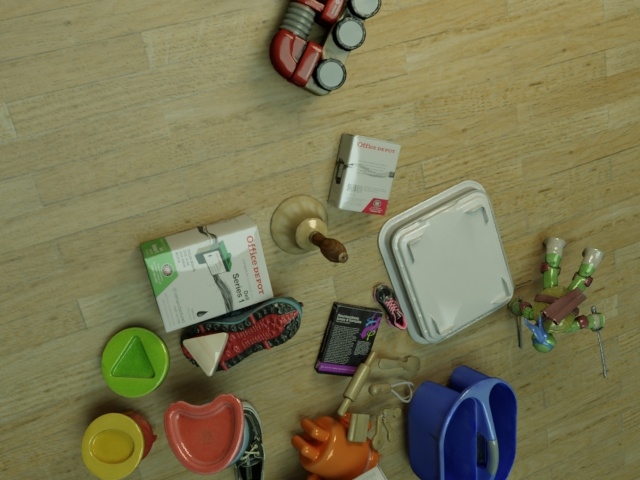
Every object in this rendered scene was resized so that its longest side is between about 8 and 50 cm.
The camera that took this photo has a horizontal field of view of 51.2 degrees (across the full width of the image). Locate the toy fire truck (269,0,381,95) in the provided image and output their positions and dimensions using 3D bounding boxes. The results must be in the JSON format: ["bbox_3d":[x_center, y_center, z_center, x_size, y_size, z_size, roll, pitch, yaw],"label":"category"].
[{"bbox_3d":[-0.040,-0.403,1.194,0.246,0.158,0.217,25,96,-14],"label":"toy fire truck"}]

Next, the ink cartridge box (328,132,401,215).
[{"bbox_3d":[0.088,-0.135,1.358,0.109,0.063,0.151,7,102,-23],"label":"ink cartridge box"}]

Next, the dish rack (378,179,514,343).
[{"bbox_3d":[0.299,0.061,1.498,0.285,0.072,0.333,-27,112,-11],"label":"dish rack"}]

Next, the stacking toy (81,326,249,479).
[{"bbox_3d":[-0.286,0.314,1.303,0.308,0.130,0.280,-1,79,6],"label":"stacking toy"}]

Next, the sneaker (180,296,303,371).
[{"bbox_3d":[-0.150,0.182,1.338,0.261,0.125,0.104,-17,98,12],"label":"sneaker"}]

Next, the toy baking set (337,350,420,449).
[{"bbox_3d":[0.133,0.345,1.498,0.197,0.030,0.256,45,61,-33],"label":"toy baking set"}]

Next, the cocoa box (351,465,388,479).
[{"bbox_3d":[0.099,0.698,1.449,0.231,0.228,0.347,-26,141,-12],"label":"cocoa box"}]

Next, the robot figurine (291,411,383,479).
[{"bbox_3d":[0.042,0.473,1.487,0.219,0.158,0.128,35,132,-26],"label":"robot figurine"}]

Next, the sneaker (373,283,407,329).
[{"bbox_3d":[0.160,0.149,1.475,0.047,0.057,0.119,-33,113,-7],"label":"sneaker"}]

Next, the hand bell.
[{"bbox_3d":[0.000,0.000,1.266,0.126,0.242,0.126,-6,108,-20],"label":"hand bell"}]

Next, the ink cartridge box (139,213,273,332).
[{"bbox_3d":[-0.215,0.059,1.283,0.219,0.092,0.160,-18,112,-15],"label":"ink cartridge box"}]

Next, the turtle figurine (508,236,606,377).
[{"bbox_3d":[0.561,0.147,1.578,0.274,0.197,0.266,28,78,-36],"label":"turtle figurine"}]

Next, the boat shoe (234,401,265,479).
[{"bbox_3d":[-0.153,0.453,1.437,0.077,0.070,0.220,-12,110,-18],"label":"boat shoe"}]

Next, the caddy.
[{"bbox_3d":[0.342,0.461,1.549,0.241,0.179,0.342,-17,113,-30],"label":"caddy"}]

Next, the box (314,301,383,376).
[{"bbox_3d":[0.062,0.221,1.475,0.116,0.029,0.162,12,102,-25],"label":"box"}]
